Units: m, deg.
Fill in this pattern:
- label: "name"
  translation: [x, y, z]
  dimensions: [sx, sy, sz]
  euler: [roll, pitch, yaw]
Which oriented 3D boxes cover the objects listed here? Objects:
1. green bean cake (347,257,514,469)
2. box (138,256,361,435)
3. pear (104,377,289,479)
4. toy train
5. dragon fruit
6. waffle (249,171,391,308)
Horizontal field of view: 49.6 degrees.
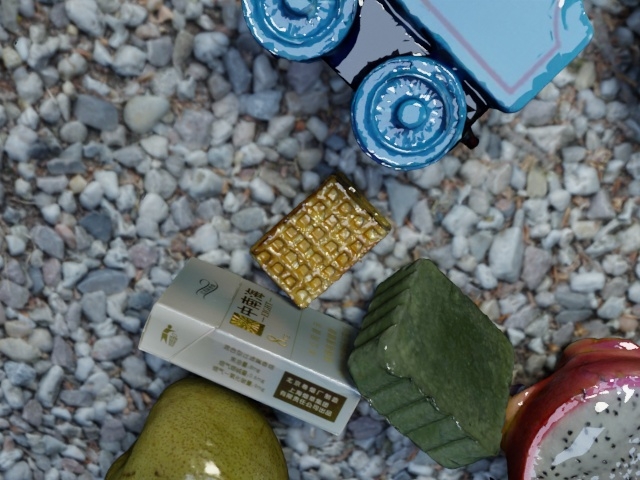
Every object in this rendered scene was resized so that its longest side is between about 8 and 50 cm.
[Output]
- label: "green bean cake"
  translation: [0.126, 0.138, 0.777]
  dimensions: [0.183, 0.185, 0.094]
  euler: [46, 124, -12]
- label: "box"
  translation: [-0.070, 0.115, 0.806]
  dimensions: [0.242, 0.155, 0.067]
  euler: [24, 107, -4]
- label: "pear"
  translation: [-0.141, 0.293, 0.849]
  dimensions: [0.211, 0.188, 0.228]
  euler: [34, 105, -3]
- label: "toy train"
  translation: [0.090, -0.227, 0.671]
  dimensions: [0.300, 0.188, 0.265]
  euler: [43, 102, -8]
- label: "dragon fruit"
  translation: [0.342, 0.248, 0.806]
  dimensions: [0.290, 0.189, 0.291]
  euler: [0, 100, 1]
- label: "waffle"
  translation: [0.000, 0.000, 0.820]
  dimensions: [0.148, 0.042, 0.102]
  euler: [-42, 102, 15]
